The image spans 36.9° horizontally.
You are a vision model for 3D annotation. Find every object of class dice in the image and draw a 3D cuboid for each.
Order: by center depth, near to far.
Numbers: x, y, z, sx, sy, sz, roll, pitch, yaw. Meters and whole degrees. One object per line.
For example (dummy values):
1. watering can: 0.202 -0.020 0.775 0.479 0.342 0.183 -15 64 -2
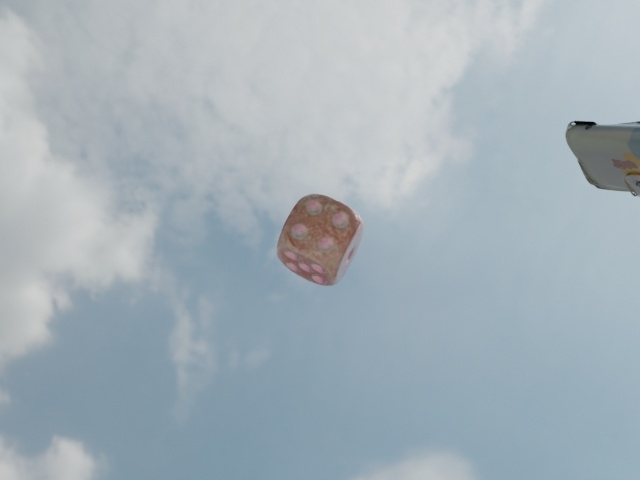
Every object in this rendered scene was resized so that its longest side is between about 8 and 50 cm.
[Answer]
1. dice: 0.000 0.000 1.272 0.093 0.091 0.094 -60 -11 -22

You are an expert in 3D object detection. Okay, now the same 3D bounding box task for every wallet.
1. wallet: 0.528 -0.136 1.567 0.170 0.231 0.069 47 -112 -34
